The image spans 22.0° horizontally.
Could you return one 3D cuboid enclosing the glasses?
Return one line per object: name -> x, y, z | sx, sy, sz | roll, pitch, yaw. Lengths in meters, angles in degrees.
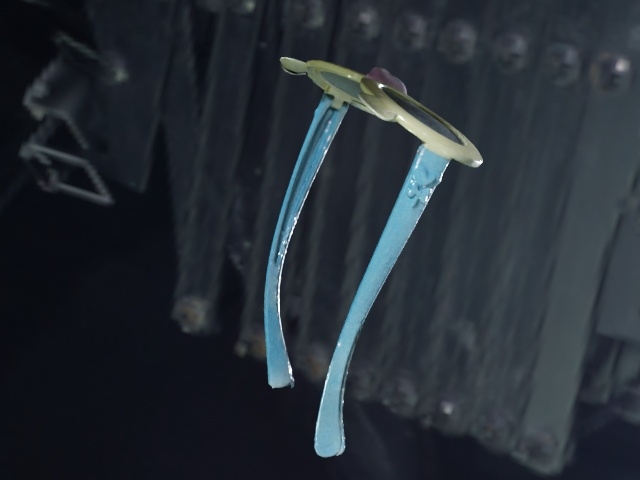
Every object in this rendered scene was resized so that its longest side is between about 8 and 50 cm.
glasses -> 0.028, 0.004, 0.998 | 0.088, 0.189, 0.220 | 2, -77, -19
